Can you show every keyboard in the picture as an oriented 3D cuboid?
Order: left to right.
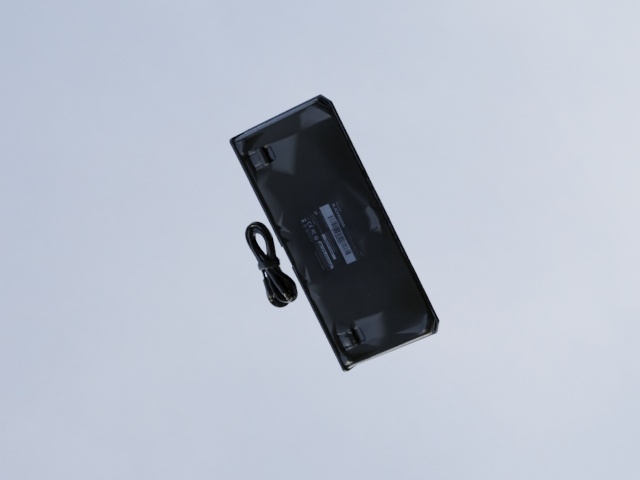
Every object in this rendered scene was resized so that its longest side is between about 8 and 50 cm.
[{"bbox_3d":[0.000,0.000,1.264,0.180,0.108,0.023,64,-159,-4],"label":"keyboard"}]
